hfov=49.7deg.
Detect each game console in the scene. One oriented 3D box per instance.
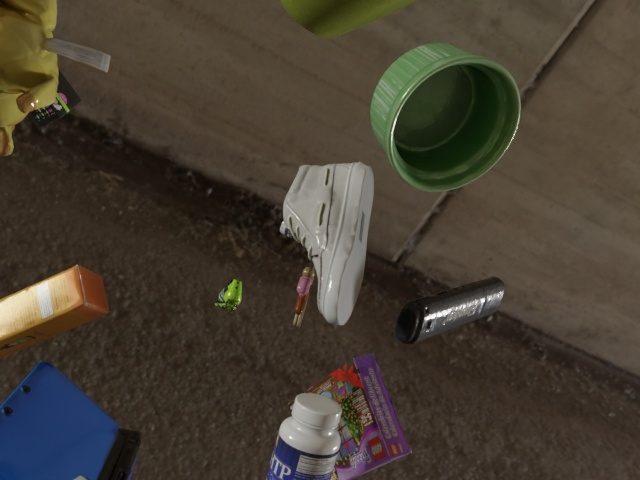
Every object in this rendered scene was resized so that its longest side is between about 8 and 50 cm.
[{"bbox_3d":[-0.347,0.336,0.892,0.173,0.250,0.293,16,9,-6],"label":"game console"}]

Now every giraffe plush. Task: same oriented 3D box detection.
[{"bbox_3d":[-0.338,-0.186,0.700,0.210,0.170,0.181,32,58,-20],"label":"giraffe plush"}]

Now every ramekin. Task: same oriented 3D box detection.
[{"bbox_3d":[0.254,-0.270,1.473,0.303,0.303,0.148,16,26,-31],"label":"ramekin"}]

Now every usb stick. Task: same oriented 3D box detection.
[{"bbox_3d":[0.218,0.111,1.131,0.045,0.077,0.278,37,29,33],"label":"usb stick"}]

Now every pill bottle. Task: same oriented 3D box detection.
[{"bbox_3d":[-0.026,0.370,1.210,0.112,0.186,0.112,14,9,-2],"label":"pill bottle"}]

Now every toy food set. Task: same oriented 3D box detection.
[{"bbox_3d":[-0.029,0.086,1.104,0.019,0.122,0.078,16,14,2],"label":"toy food set"}]

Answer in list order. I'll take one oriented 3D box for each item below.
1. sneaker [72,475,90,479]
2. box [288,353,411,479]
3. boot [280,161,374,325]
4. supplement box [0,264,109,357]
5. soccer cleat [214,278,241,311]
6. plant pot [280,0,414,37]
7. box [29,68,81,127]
[{"bbox_3d":[-0.204,0.265,0.548,0.123,0.290,0.105,-28,89,-31],"label":"sneaker"},{"bbox_3d":[0.048,0.377,1.405,0.057,0.293,0.200,-6,64,-35],"label":"box"},{"bbox_3d":[0.000,0.000,1.019,0.124,0.095,0.258,2,61,18],"label":"boot"},{"bbox_3d":[-0.476,0.124,1.144,0.078,0.234,0.080,51,16,-67],"label":"supplement box"},{"bbox_3d":[-0.237,0.144,1.815,0.060,0.179,0.072,19,73,-15],"label":"soccer cleat"},{"bbox_3d":[0.071,-0.433,0.971,0.275,0.293,0.274,26,48,-32],"label":"plant pot"},{"bbox_3d":[-0.427,-0.230,1.070,0.083,0.052,0.062,58,33,-26],"label":"box"}]
